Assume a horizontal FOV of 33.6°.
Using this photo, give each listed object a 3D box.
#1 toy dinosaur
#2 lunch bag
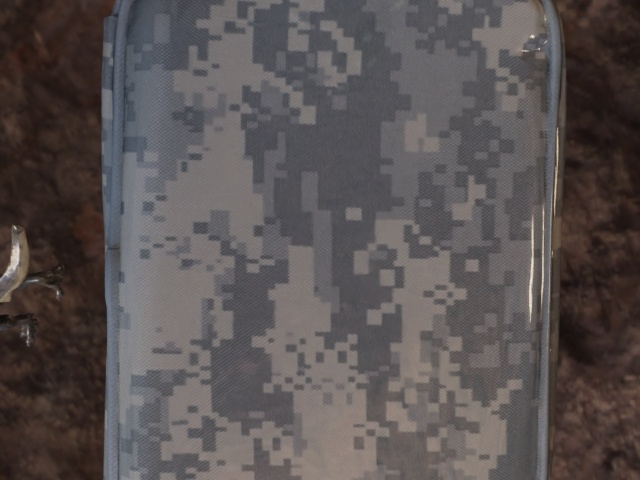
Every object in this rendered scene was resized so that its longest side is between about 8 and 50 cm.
[{"bbox_3d":[-0.335,0.062,1.105,0.268,0.118,0.064,-33,-118,35],"label":"toy dinosaur"},{"bbox_3d":[0.000,0.000,0.568,0.212,0.305,0.256,-1,-175,-5],"label":"lunch bag"}]
